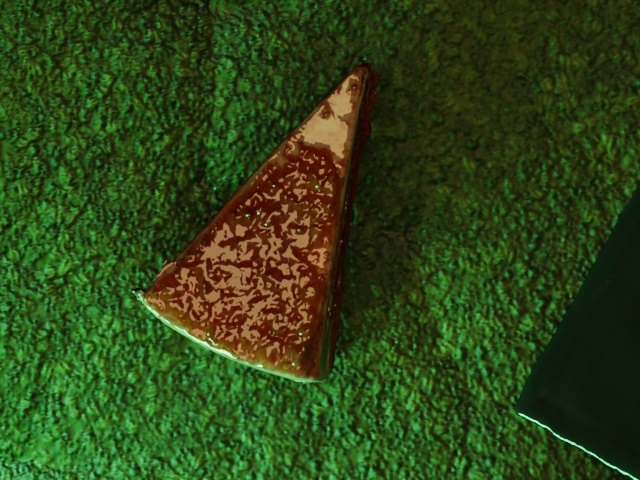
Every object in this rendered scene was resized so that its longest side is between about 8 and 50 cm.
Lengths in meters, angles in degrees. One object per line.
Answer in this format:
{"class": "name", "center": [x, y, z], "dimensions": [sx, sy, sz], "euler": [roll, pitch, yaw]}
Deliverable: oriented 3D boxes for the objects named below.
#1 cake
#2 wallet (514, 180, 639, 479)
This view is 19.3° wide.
{"class": "cake", "center": [0.000, 0.000, 1.499], "dimensions": [0.159, 0.158, 0.262], "euler": [44, 94, 3]}
{"class": "wallet", "center": [0.334, 0.099, 1.450], "dimensions": [0.323, 0.041, 0.247], "euler": [29, 88, 30]}
